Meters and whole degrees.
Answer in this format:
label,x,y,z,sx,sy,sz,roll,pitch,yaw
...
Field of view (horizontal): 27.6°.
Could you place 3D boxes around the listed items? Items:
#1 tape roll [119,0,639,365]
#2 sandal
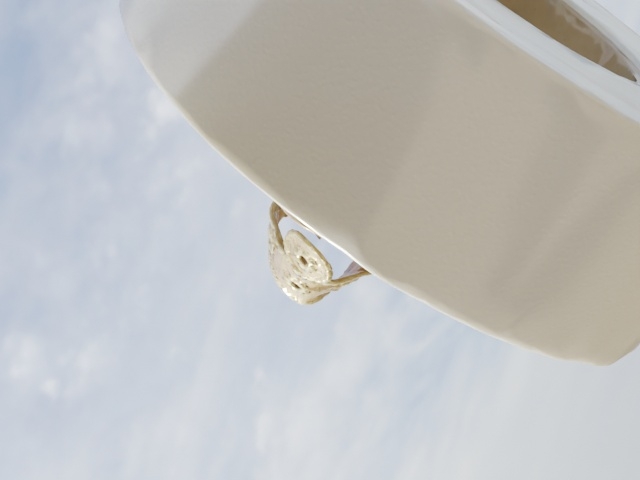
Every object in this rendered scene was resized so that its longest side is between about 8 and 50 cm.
label,x,y,z,sx,sy,sz,roll,pitch,yaw
tape roll,0.056,-0.076,0.577,0.100,0.286,0.286,-55,-17,21
sandal,0.006,0.003,0.813,0.079,0.088,0.240,-62,1,14
